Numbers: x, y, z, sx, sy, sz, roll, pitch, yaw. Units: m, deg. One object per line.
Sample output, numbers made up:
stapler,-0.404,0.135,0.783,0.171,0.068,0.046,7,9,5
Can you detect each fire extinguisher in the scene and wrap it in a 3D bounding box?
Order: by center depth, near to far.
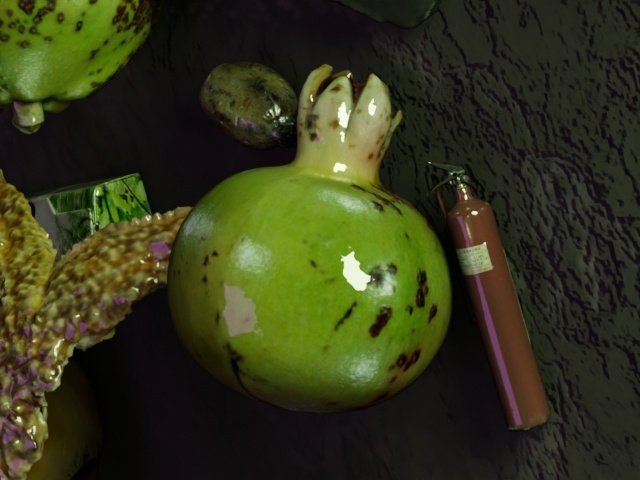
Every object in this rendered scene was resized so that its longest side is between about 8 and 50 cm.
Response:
fire extinguisher,0.100,0.030,1.035,0.049,0.035,0.173,-60,-47,-81

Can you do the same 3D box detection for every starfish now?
starfish,-0.222,0.074,1.319,0.384,0.132,0.398,35,109,42

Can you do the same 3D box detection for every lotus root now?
lotus root,-0.045,-0.092,1.164,0.099,0.054,0.049,36,156,44

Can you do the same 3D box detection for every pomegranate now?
pomegranate,-0.010,0.007,1.070,0.179,0.179,0.210,-38,55,57
pomegranate,-0.207,-0.226,1.246,0.222,0.277,0.204,-7,141,38

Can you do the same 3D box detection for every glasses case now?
glasses case,-0.229,0.003,1.490,0.272,0.062,0.095,-7,102,58

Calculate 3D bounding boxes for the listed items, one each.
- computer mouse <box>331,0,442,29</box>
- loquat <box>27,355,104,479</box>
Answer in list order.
computer mouse,-0.029,-0.240,1.023,0.295,0.087,0.168,38,133,38
loquat,-0.331,0.178,1.558,0.263,0.263,0.263,33,133,44
